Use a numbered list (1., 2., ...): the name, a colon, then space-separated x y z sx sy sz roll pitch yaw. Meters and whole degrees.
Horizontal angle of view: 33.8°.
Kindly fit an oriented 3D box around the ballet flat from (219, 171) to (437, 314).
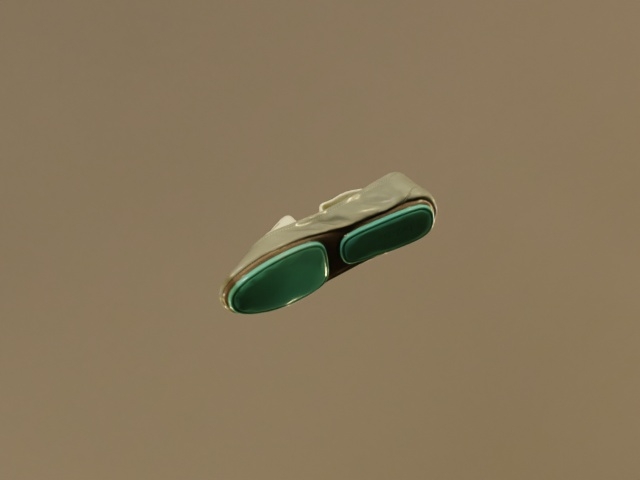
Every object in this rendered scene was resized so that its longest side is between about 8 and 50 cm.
1. ballet flat: 0.000 0.000 0.914 0.213 0.068 0.072 -23 -44 -19
